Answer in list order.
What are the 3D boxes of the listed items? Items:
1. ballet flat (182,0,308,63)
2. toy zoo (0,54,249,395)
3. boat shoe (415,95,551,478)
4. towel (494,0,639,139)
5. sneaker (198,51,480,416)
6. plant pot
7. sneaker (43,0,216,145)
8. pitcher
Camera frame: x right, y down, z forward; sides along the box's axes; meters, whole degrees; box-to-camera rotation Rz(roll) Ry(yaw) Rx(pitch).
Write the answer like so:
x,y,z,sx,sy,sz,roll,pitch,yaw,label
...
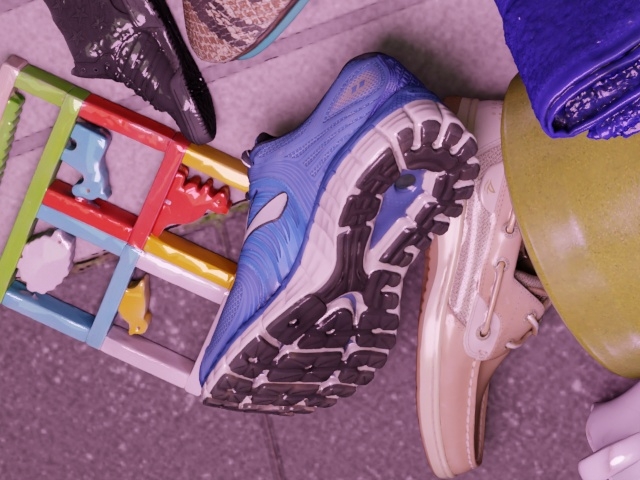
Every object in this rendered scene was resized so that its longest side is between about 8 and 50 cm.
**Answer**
x,y,z,sx,sy,sz,roll,pitch,yaw,label
0.011,-0.336,1.343,0.182,0.164,0.483,25,118,-40,ballet flat
-0.149,0.000,1.568,0.293,0.030,0.192,24,110,0,toy zoo
0.129,0.042,1.502,0.098,0.109,0.302,5,104,8,boat shoe
0.209,-0.209,1.269,0.227,0.308,0.076,-36,126,18,towel
0.000,0.000,1.479,0.129,0.147,0.330,11,126,-33,sneaker
0.326,-0.066,1.328,0.353,0.366,0.366,-22,104,27,plant pot
-0.150,-0.141,1.512,0.089,0.051,0.170,-21,100,15,sneaker
0.294,0.124,1.466,0.207,0.178,0.125,-29,85,18,pitcher
